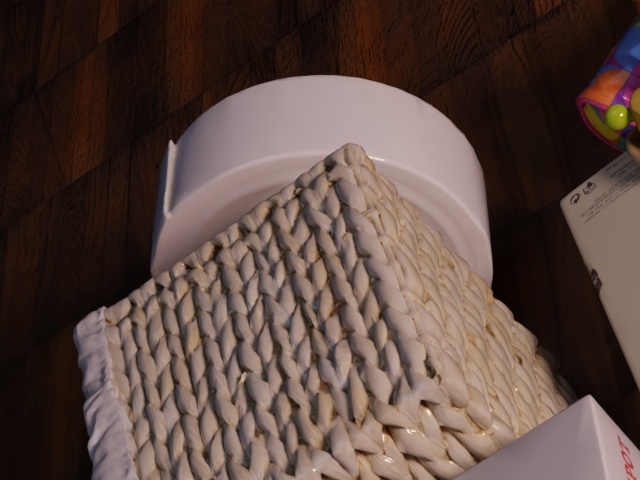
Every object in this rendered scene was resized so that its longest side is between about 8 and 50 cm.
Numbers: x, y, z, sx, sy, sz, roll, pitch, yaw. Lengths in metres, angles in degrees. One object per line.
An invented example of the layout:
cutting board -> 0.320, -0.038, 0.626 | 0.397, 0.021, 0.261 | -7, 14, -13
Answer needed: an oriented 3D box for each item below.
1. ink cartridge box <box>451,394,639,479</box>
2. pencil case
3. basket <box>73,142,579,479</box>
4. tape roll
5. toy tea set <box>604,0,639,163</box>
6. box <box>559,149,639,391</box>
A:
ink cartridge box -> 0.165, 0.275, 1.132 | 0.197, 0.270, 0.198 | -36, 21, 17
pencil case -> 0.314, -0.175, 1.625 | 0.236, 0.104, 0.104 | -52, 33, -6
basket -> 0.034, 0.168, 1.376 | 0.266, 0.328, 0.331 | -37, 31, 12
tape roll -> 0.000, 0.000, 1.632 | 0.286, 0.286, 0.100 | -30, 38, 26
toy tea set -> 0.374, -0.163, 1.442 | 0.336, 0.124, 0.200 | -8, 31, 15
box -> 0.270, 0.053, 1.426 | 0.094, 0.113, 0.275 | -37, 33, 17
